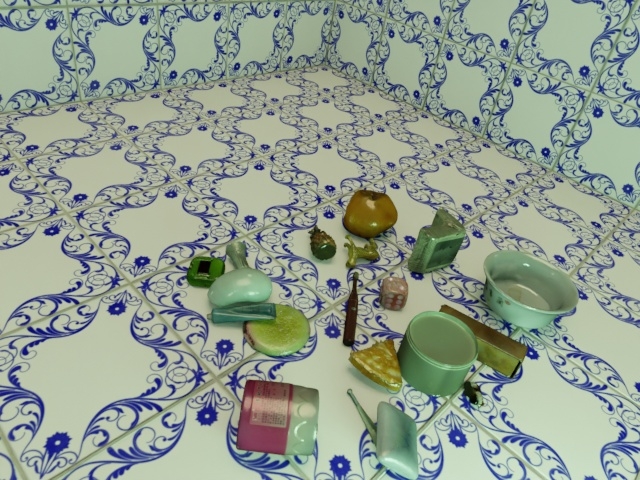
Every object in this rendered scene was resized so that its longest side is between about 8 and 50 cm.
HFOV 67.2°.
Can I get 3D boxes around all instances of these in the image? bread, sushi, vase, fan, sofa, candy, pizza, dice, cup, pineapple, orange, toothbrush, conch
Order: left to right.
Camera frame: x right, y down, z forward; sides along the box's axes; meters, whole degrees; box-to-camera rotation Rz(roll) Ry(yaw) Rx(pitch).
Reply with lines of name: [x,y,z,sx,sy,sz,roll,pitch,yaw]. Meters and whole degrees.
conch: [-0.275,0.156,1.643,0.221,0.121,0.185,-4,-3,-30]
vase: [-0.295,0.079,1.778,0.081,0.081,0.149,-7,43,-24]
bread: [-0.143,0.283,1.578,0.228,0.034,0.228,6,37,-4]
pineapple: [0.000,0.000,1.948,0.108,0.108,0.198,0,28,-15]
toothbrush: [0.115,0.232,1.710,0.040,0.041,0.364,12,36,1]
fan: [0.126,0.502,1.369,0.038,0.016,0.193,-13,43,-26]
orange: [0.223,-0.125,2.096,0.248,0.183,0.249,6,36,-4]
pizza: [0.190,0.379,1.519,0.188,0.062,0.199,35,34,10]
dice: [0.266,0.192,1.757,0.094,0.093,0.091,8,36,-1]
candy: [0.204,0.532,1.287,0.138,0.071,0.174,36,32,-17]
sofa: [0.449,-0.001,1.972,0.225,0.210,0.176,-13,44,-28]
sushi: [0.476,0.477,1.486,0.046,0.044,0.083,21,33,-24]
cup: [0.762,0.202,1.816,0.347,0.163,0.347,7,37,-5]

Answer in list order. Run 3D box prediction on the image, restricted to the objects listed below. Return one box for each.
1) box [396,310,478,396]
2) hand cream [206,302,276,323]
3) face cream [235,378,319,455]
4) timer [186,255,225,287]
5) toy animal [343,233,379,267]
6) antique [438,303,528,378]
box: [0.366,0.354,1.520,0.226,0.149,0.226,8,37,-6]
hand cream: [-0.257,0.239,1.568,0.224,0.048,0.083,-5,31,-6]
face cream: [-0.109,0.455,1.237,0.194,0.175,0.175,7,36,-4]
timer: [-0.410,0.110,1.727,0.128,0.047,0.140,6,36,-5]
toy animal: [0.176,0.053,1.954,0.181,0.073,0.136,7,43,-26]
antique: [0.530,0.336,1.632,0.310,0.093,0.087,27,39,21]
